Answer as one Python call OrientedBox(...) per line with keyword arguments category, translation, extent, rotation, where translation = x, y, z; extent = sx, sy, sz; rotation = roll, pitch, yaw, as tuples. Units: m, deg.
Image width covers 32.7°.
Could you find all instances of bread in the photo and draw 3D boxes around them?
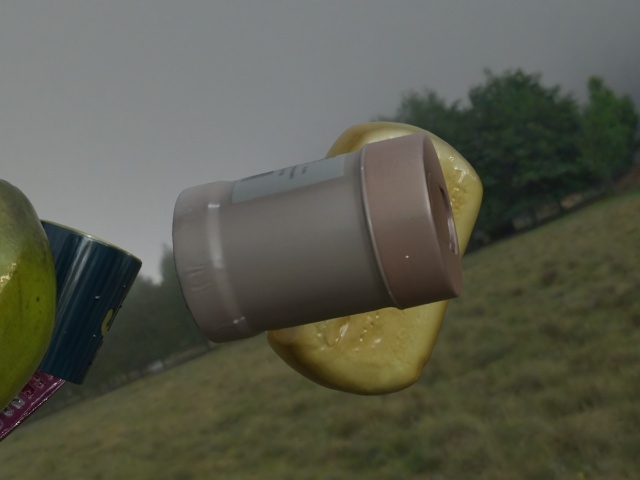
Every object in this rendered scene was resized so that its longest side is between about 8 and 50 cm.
OrientedBox(category="bread", translation=(0.038, 0.013, 0.876), extent=(0.147, 0.217, 0.098), rotation=(25, -6, -28))

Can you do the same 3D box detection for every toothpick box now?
OrientedBox(category="toothpick box", translation=(0.000, 0.000, 0.639), extent=(0.148, 0.099, 0.098), rotation=(-12, 1, 13))

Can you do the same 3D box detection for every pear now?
OrientedBox(category="pear", translation=(-0.343, 0.060, 0.964), extent=(0.212, 0.269, 0.212), rotation=(16, -16, 5))

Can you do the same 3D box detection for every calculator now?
OrientedBox(category="calculator", translation=(-0.391, 0.171, 1.285), extent=(0.190, 0.126, 0.034), rotation=(-44, -11, -45))

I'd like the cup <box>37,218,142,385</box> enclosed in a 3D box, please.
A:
OrientedBox(category="cup", translation=(-0.289, 0.075, 1.230), extent=(0.131, 0.155, 0.176), rotation=(21, -13, -2))
